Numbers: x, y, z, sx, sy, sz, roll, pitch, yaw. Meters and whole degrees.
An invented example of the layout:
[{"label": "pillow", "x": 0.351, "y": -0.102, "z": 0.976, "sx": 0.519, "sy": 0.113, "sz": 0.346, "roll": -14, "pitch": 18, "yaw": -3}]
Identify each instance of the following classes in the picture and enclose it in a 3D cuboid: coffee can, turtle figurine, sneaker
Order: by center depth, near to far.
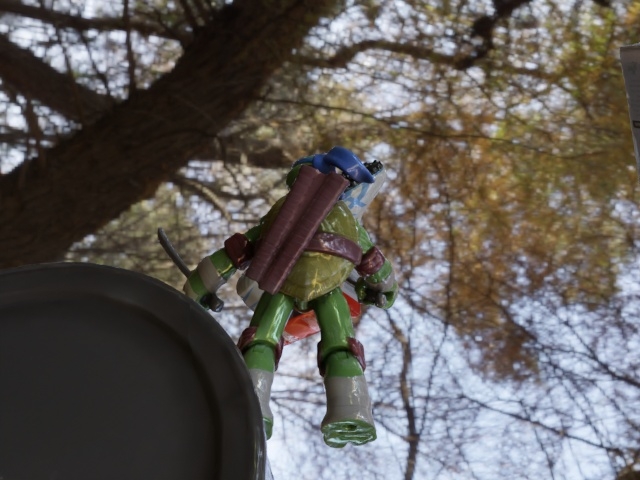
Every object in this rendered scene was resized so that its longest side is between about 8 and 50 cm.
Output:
[{"label": "coffee can", "x": -0.108, "y": 0.174, "z": 0.399, "sx": 0.275, "sy": 0.201, "sz": 0.202, "roll": 83, "pitch": -20, "yaw": -48}, {"label": "turtle figurine", "x": -0.024, "y": 0.071, "z": 0.806, "sx": 0.274, "sy": 0.197, "sz": 0.266, "roll": -31, "pitch": -136, "yaw": 40}, {"label": "sneaker", "x": 0.000, "y": 0.000, "z": 1.006, "sx": 0.237, "sy": 0.086, "sz": 0.085, "roll": -47, "pitch": -163, "yaw": -2}]

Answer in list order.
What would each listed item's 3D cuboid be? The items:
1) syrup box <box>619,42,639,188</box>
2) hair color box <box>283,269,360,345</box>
[{"label": "syrup box", "x": 0.389, "y": -0.094, "z": 0.856, "sx": 0.096, "sy": 0.093, "sz": 0.237, "roll": -128, "pitch": -156, "yaw": -76}, {"label": "hair color box", "x": -0.019, "y": 0.085, "z": 1.189, "sx": 0.167, "sy": 0.053, "sz": 0.093, "roll": -28, "pitch": -140, "yaw": 35}]
